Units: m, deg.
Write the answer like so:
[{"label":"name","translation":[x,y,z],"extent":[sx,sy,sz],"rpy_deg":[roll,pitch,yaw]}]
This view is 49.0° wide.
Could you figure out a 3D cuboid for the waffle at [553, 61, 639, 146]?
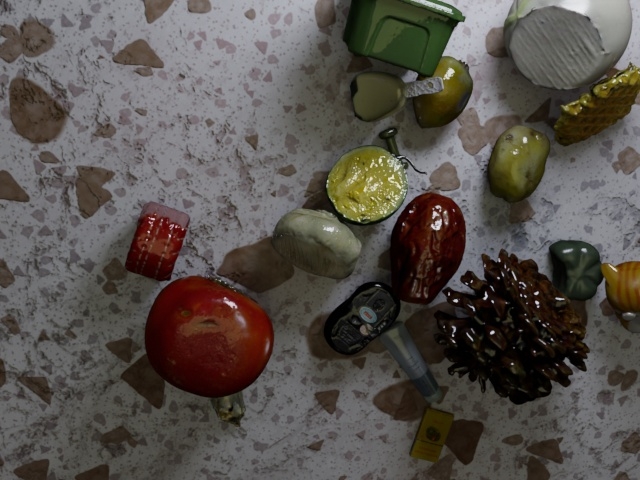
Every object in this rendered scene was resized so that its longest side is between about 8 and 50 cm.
[{"label":"waffle","translation":[0.710,-0.337,1.797],"extent":[0.245,0.254,0.052],"rpy_deg":[-29,66,3]}]

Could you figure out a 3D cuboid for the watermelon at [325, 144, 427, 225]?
[{"label":"watermelon","translation":[0.125,-0.134,1.816],"extent":[0.204,0.127,0.232],"rpy_deg":[39,78,17]}]

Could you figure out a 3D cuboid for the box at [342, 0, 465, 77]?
[{"label":"box","translation":[0.179,-0.506,1.663],"extent":[0.252,0.329,0.178],"rpy_deg":[14,112,-6]}]

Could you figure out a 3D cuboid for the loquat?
[{"label":"loquat","translation":[0.304,-0.372,1.780],"extent":[0.152,0.152,0.195],"rpy_deg":[33,104,-11]}]

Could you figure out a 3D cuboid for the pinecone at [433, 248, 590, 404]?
[{"label":"pinecone","translation":[0.474,0.229,1.817],"extent":[0.397,0.398,0.398],"rpy_deg":[-1,102,-5]}]

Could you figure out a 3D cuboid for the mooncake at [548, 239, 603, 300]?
[{"label":"mooncake","translation":[0.694,0.083,1.937],"extent":[0.168,0.104,0.175],"rpy_deg":[-37,99,8]}]

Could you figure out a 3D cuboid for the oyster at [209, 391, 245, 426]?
[{"label":"oyster","translation":[-0.251,0.440,1.948],"extent":[0.146,0.045,0.122],"rpy_deg":[38,99,-4]}]

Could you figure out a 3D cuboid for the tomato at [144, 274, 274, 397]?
[{"label":"tomato","translation":[-0.288,0.243,1.789],"extent":[0.325,0.293,0.290],"rpy_deg":[27,86,-19]}]

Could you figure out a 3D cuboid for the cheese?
[{"label":"cheese","translation":[0.190,-0.368,1.747],"extent":[0.251,0.054,0.127],"rpy_deg":[-1,106,36]}]

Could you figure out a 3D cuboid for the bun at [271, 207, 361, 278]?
[{"label":"bun","translation":[0.000,0.000,1.803],"extent":[0.239,0.239,0.141],"rpy_deg":[27,71,-10]}]

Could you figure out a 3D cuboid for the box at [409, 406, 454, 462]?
[{"label":"box","translation":[0.323,0.565,2.040],"extent":[0.087,0.023,0.155],"rpy_deg":[17,99,-6]}]

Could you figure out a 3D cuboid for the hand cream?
[{"label":"hand cream","translation":[0.260,0.346,1.978],"extent":[0.079,0.048,0.255],"rpy_deg":[-34,100,-3]}]

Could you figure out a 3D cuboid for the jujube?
[{"label":"jujube","translation":[0.271,0.021,1.831],"extent":[0.197,0.197,0.290],"rpy_deg":[14,93,-8]}]

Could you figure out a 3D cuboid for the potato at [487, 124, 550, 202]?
[{"label":"potato","translation":[0.517,-0.199,1.841],"extent":[0.154,0.137,0.200],"rpy_deg":[23,97,-10]}]

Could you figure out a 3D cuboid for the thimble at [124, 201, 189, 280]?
[{"label":"thimble","translation":[-0.414,0.003,1.783],"extent":[0.125,0.163,0.190],"rpy_deg":[19,100,-10]}]

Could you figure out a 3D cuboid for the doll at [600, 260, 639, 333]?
[{"label":"doll","translation":[0.872,0.155,1.906],"extent":[0.166,0.269,0.162],"rpy_deg":[-13,62,33]}]

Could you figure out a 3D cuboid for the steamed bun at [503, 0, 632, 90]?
[{"label":"steamed bun","translation":[0.615,-0.538,1.726],"extent":[0.309,0.309,0.309],"rpy_deg":[-1,102,-5]}]

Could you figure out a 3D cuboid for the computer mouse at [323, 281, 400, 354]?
[{"label":"computer mouse","translation":[0.111,0.205,1.910],"extent":[0.233,0.096,0.137],"rpy_deg":[-43,97,8]}]

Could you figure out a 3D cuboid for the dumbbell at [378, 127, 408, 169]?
[{"label":"dumbbell","translation":[0.193,-0.237,1.850],"extent":[0.052,0.046,0.118],"rpy_deg":[-20,102,-6]}]
